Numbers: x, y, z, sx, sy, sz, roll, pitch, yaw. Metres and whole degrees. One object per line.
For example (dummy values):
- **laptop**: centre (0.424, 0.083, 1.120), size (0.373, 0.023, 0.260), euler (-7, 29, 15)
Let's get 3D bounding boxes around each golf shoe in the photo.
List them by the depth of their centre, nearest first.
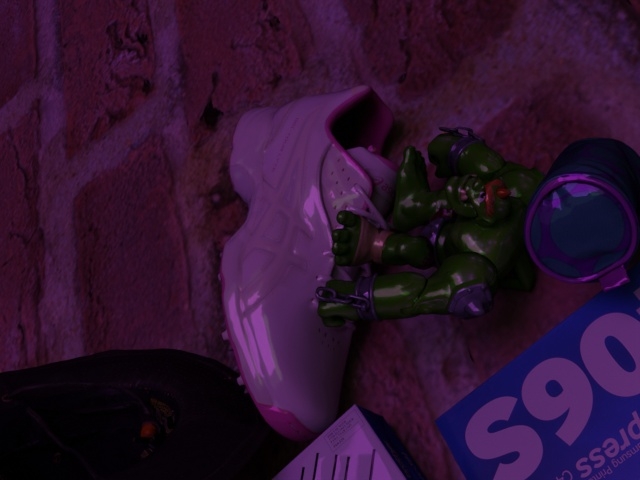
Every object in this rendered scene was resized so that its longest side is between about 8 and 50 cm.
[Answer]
- **golf shoe**: centre (0.000, 0.000, 0.694), size (0.140, 0.115, 0.306), euler (-20, 56, 27)

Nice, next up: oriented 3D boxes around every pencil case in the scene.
- **pencil case**: centre (0.167, -0.022, 0.541), size (0.064, 0.152, 0.070), euler (-29, 92, 27)

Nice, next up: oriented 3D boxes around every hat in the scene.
- **hat**: centre (-0.199, 0.191, 0.659), size (0.331, 0.331, 0.133), euler (14, 110, 44)

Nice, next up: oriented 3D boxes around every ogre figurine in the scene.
- **ogre figurine**: centre (0.092, -0.009, 0.630), size (0.118, 0.096, 0.197), euler (11, 29, 34)

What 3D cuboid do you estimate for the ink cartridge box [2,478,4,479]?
- **ink cartridge box**: centre (-0.379, 0.308, 0.779), size (0.226, 0.131, 0.306), euler (1, 64, 18)

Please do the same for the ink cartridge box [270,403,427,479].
- **ink cartridge box**: centre (-0.016, 0.220, 0.612), size (0.207, 0.046, 0.097), euler (-44, 52, 9)

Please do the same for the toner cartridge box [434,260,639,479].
- **toner cartridge box**: centre (0.242, 0.067, 0.474), size (0.348, 0.075, 0.165), euler (-42, 47, 14)
